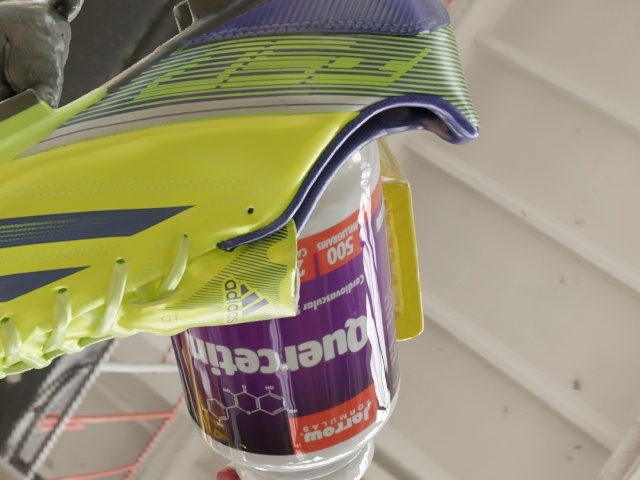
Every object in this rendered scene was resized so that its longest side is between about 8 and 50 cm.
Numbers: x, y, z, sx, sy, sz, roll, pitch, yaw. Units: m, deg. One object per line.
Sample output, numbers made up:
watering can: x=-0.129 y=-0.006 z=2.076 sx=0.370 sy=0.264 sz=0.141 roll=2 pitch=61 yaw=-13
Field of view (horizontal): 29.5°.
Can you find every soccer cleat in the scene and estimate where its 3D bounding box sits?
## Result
soccer cleat: x=-0.070 y=-0.002 z=0.438 sx=0.289 sy=0.093 sz=0.121 roll=-35 pitch=-85 yaw=-6

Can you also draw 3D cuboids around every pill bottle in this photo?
pill bottle: x=-0.031 y=0.054 z=0.964 sx=0.182 sy=0.181 sz=0.323 roll=6 pitch=-52 yaw=19

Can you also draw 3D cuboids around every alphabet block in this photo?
alphabet block: x=0.000 y=0.000 z=1.370 sx=0.193 sy=0.197 sz=0.192 roll=-10 pitch=-67 yaw=-3

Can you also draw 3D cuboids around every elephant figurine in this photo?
elephant figurine: x=-0.392 y=-0.190 z=1.257 sx=0.169 sy=0.239 sz=0.186 roll=-40 pitch=-140 yaw=52

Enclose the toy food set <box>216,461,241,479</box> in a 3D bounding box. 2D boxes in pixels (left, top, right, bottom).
toy food set: x=-0.060 y=0.313 z=1.254 sx=0.111 sy=0.104 sz=0.232 roll=-7 pitch=-78 yaw=50
